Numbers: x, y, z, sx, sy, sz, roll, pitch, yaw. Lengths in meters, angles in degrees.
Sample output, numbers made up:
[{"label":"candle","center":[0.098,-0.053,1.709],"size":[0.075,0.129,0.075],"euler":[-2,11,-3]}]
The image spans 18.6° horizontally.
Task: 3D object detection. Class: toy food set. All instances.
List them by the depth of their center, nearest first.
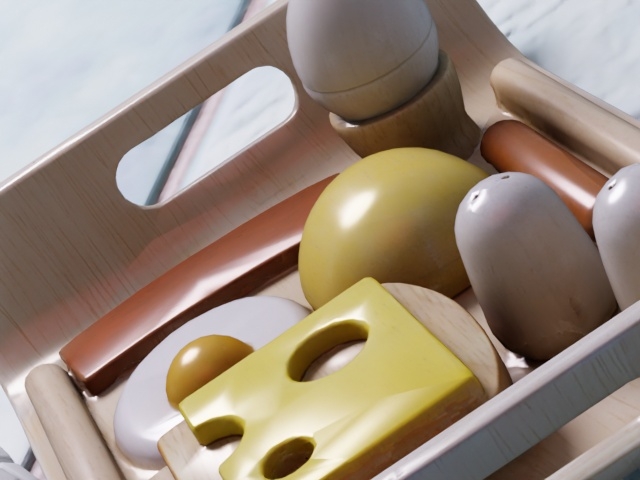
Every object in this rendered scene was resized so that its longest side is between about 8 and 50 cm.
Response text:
[{"label":"toy food set","center":[0.000,0.000,0.569],"size":[0.219,0.092,0.306],"euler":[-34,25,-5]}]

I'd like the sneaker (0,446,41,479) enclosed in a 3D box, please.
[{"label":"sneaker","center":[-0.104,0.109,0.632],"size":[0.158,0.061,0.065],"euler":[26,96,45]}]
